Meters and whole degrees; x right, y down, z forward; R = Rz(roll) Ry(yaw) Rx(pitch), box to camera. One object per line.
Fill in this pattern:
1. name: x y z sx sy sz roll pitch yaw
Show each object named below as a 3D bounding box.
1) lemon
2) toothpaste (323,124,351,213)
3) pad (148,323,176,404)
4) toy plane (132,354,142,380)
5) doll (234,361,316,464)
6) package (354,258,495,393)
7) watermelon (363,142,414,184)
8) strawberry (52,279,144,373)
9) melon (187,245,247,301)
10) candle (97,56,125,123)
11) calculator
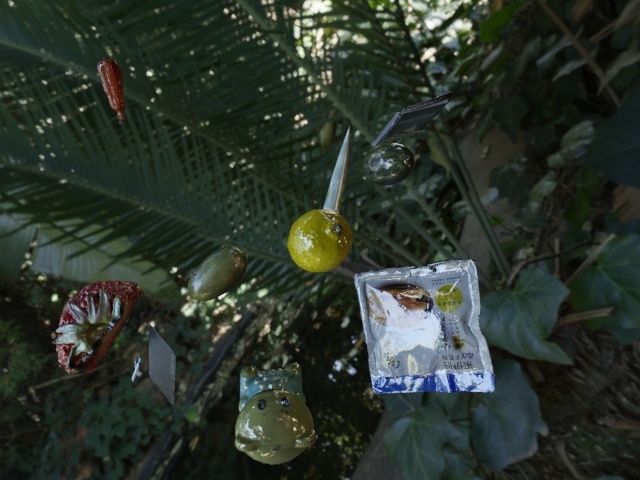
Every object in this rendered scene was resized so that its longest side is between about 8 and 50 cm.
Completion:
1. lemon: 0.000 0.000 0.920 0.133 0.109 0.109 -40 21 60
2. toothpaste: 0.059 -0.192 1.621 0.058 0.055 0.315 -3 71 55
3. pad: -0.336 0.263 1.124 0.003 0.112 0.157 -19 -47 -40
4. toy plane: -0.540 0.379 1.569 0.078 0.024 0.085 38 121 47
5. doll: -0.111 0.406 1.245 0.261 0.176 0.162 -129 40 -76
6. package: 0.134 0.117 0.703 0.171 0.173 0.027 -10 -4 27
7. watermelon: 0.129 -0.143 0.992 0.110 0.078 0.078 5 61 50
8. strawberry: -0.543 0.188 1.289 0.234 0.137 0.306 -62 10 -5
9. melon: -0.246 0.082 1.272 0.162 0.099 0.099 -42 11 -6
10. candle: -0.506 -0.367 1.319 0.053 0.162 0.048 -25 39 -30
11. calculator: 0.248 -0.330 1.485 0.165 0.028 0.274 -19 -5 -14
